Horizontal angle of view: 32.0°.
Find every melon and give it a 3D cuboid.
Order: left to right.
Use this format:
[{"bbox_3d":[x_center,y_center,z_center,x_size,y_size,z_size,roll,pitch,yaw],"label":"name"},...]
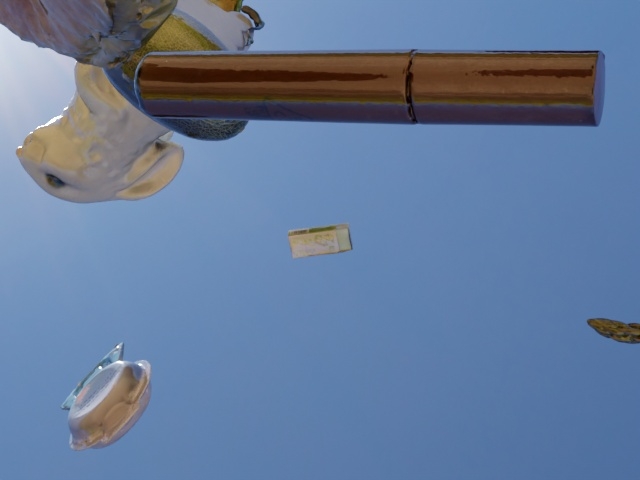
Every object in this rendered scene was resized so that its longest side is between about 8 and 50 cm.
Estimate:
[{"bbox_3d":[-0.130,-0.153,1.014,0.162,0.099,0.099,37,-110,6],"label":"melon"}]

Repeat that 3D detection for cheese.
[{"bbox_3d":[-0.263,0.193,1.369,0.135,0.244,0.052,-46,-71,-9],"label":"cheese"}]

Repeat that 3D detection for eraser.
[{"bbox_3d":[0.000,0.000,1.501,0.083,0.038,0.019,-8,-151,6],"label":"eraser"}]

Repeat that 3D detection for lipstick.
[{"bbox_3d":[0.026,-0.114,0.823,0.356,0.057,0.057,3,-119,22],"label":"lipstick"}]

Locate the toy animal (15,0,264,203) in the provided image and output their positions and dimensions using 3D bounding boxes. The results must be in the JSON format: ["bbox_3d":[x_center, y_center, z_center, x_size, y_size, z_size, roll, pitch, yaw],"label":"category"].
[{"bbox_3d":[-0.252,-0.189,1.544,0.357,0.257,0.194,-48,-122,26],"label":"toy animal"}]

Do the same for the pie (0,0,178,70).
[{"bbox_3d":[-0.222,-0.243,0.718,0.339,0.339,0.083,33,-108,22],"label":"pie"}]

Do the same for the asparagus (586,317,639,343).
[{"bbox_3d":[0.230,0.055,0.633,0.162,0.016,0.016,2,-150,-6],"label":"asparagus"}]

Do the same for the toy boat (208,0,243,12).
[{"bbox_3d":[-0.167,-0.350,1.739,0.088,0.089,0.230,28,-83,62],"label":"toy boat"}]
